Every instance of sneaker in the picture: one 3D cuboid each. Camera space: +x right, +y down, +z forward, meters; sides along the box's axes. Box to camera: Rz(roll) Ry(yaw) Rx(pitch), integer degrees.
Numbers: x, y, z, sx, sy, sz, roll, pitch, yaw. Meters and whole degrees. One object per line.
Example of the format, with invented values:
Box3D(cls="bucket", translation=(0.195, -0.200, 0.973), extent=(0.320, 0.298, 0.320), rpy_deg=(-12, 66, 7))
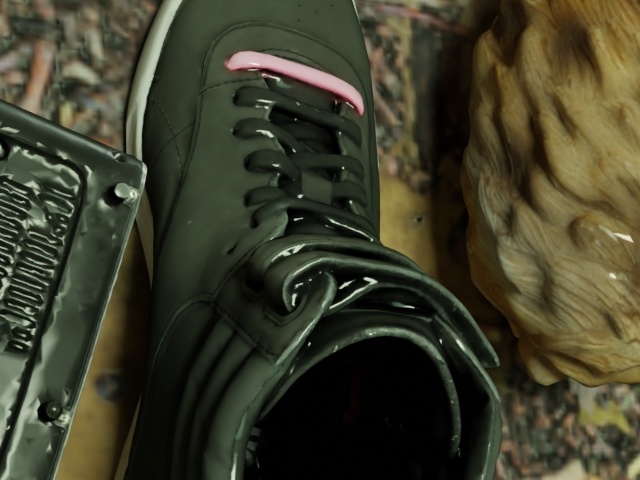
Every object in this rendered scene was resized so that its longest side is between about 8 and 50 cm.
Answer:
Box3D(cls="sneaker", translation=(0.000, 0.000, 0.453), extent=(0.105, 0.147, 0.295), rpy_deg=(15, 68, -24))

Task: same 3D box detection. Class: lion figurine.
Box3D(cls="lion figurine", translation=(0.203, -0.125, 0.521), extent=(0.142, 0.392, 0.240), rpy_deg=(34, 29, -41))

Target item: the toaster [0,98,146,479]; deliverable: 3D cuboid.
Box3D(cls="toaster", translation=(-0.160, 0.029, 0.371), extent=(0.186, 0.110, 0.168), rpy_deg=(23, 65, -24))
